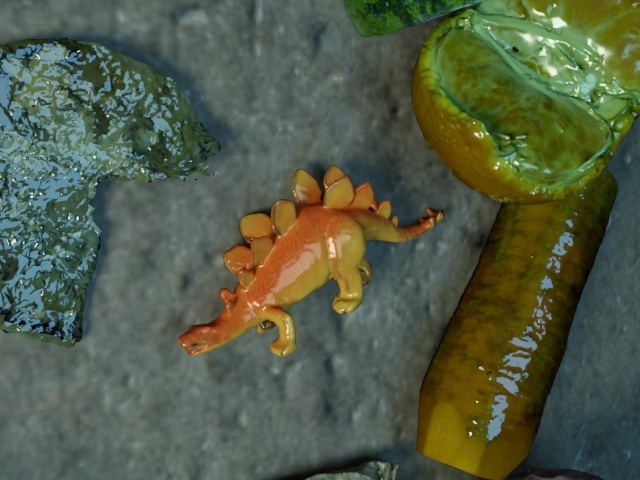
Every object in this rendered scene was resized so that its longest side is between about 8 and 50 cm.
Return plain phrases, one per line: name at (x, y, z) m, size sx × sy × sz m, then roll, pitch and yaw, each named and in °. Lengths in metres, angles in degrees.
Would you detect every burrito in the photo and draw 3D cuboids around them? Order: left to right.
burrito at (-0.004, 0.231, 0.669) m, size 0.188 × 0.045 × 0.058 m, roll -7°, pitch 94°, yaw -28°

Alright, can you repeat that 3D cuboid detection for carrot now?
carrot at (0.180, 0.071, 0.720) m, size 0.114 × 0.114 × 0.301 m, roll 29°, pitch 79°, yaw -31°

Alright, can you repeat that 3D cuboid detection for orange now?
orange at (0.179, -0.136, 0.652) m, size 0.179 × 0.158 × 0.237 m, roll 38°, pitch 75°, yaw 2°

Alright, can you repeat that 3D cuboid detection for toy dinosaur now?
toy dinosaur at (0.000, 0.000, 0.625) m, size 0.288 × 0.070 × 0.117 m, roll -31°, pitch 112°, yaw -29°

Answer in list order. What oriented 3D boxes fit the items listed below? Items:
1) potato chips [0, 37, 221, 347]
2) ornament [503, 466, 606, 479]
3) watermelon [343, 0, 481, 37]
potato chips at (-0.181, -0.042, 0.530) m, size 0.220 × 0.029 × 0.202 m, roll -43°, pitch 114°, yaw -16°
ornament at (0.209, 0.337, 0.703) m, size 0.259 × 0.225 × 0.259 m, roll 6°, pitch 82°, yaw -55°
watermelon at (0.090, -0.278, 0.586) m, size 0.128 × 0.146 × 0.231 m, roll -11°, pitch 106°, yaw -29°
